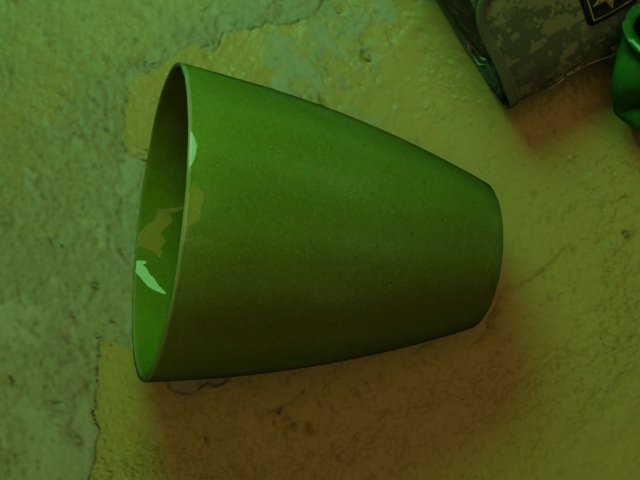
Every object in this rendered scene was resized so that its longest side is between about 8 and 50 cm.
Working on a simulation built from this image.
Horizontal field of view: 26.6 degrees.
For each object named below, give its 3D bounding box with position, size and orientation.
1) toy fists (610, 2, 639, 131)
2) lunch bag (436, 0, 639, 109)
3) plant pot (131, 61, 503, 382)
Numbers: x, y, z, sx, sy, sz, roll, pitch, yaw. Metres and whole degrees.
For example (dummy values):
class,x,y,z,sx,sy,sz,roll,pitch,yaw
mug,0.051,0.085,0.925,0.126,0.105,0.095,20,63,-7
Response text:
class,x,y,z,sx,sy,sz,roll,pitch,yaw
toy fists,0.399,-0.178,1.234,0.279,0.142,0.096,-22,61,-1
lunch bag,0.205,-0.293,1.242,0.235,0.169,0.287,-32,93,-2
plant pot,0.000,0.000,1.198,0.293,0.275,0.275,7,86,-15
